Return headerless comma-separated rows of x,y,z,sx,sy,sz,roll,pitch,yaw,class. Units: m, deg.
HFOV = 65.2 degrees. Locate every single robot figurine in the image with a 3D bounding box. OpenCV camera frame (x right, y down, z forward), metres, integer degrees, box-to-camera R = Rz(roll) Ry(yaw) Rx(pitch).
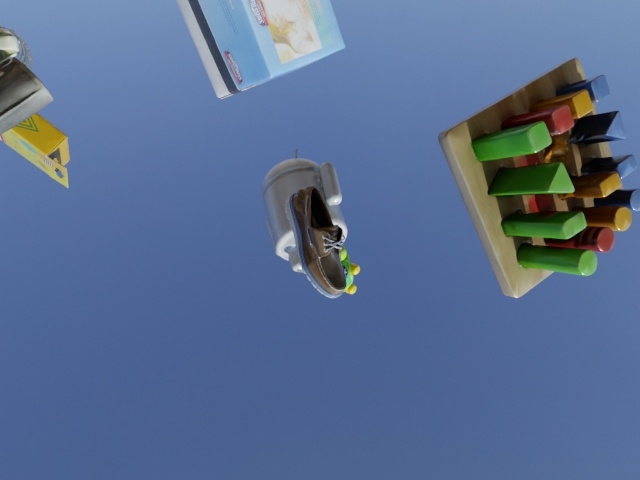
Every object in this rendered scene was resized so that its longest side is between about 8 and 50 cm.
-0.049,-0.082,1.378,0.199,0.300,0.353,14,-133,-42,robot figurine

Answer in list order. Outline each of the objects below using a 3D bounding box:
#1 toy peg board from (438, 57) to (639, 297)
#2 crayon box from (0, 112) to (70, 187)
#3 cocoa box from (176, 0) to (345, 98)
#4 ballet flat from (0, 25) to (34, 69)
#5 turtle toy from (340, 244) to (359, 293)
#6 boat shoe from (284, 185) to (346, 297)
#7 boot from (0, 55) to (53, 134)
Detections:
0.210,-0.055,0.421,0.160,0.161,0.079,-31,-166,-17,toy peg board
-0.793,-0.290,1.343,0.318,0.202,0.081,40,-113,-14,crayon box
-0.146,-0.516,1.048,0.231,0.347,0.228,-35,-156,-33,cocoa box
-0.863,-0.497,1.269,0.147,0.147,0.409,15,-168,12,ballet flat
0.038,0.068,1.177,0.095,0.130,0.066,21,-160,36,turtle toy
0.000,0.000,0.790,0.066,0.066,0.183,-15,-104,-45,boat shoe
-0.428,-0.135,0.568,0.189,0.076,0.208,30,-106,30,boot
